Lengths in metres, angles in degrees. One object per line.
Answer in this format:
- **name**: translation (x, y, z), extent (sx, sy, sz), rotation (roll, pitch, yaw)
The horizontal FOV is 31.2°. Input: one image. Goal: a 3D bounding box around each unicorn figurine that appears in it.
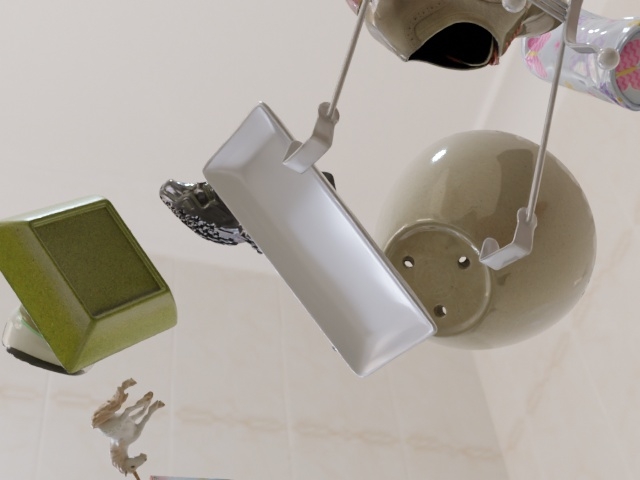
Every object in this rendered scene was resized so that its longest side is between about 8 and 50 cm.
- **unicorn figurine**: translation (-0.258, 0.250, 1.532), extent (0.111, 0.060, 0.162), rotation (-50, -45, -8)

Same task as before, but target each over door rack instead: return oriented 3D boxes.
- **over door rack**: translation (0.139, -0.167, 1.042), extent (0.239, 0.324, 0.108), rotation (26, -17, -18)

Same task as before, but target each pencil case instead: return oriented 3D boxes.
- **pencil case**: translation (0.386, -0.259, 1.586), extent (0.113, 0.273, 0.124), rotation (19, -79, -22)

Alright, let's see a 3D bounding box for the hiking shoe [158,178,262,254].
- **hiking shoe**: translation (-0.104, -0.053, 1.490), extent (0.226, 0.114, 0.086), rotation (18, -20, 29)

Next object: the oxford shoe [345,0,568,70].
- **oxford shoe**: translation (0.181, -0.247, 1.333), extent (0.348, 0.130, 0.123), rotation (-10, -26, -39)

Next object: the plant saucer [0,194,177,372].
- **plant saucer**: translation (-0.251, 0.030, 1.253), extent (0.045, 0.188, 0.188), rotation (-40, -99, 32)

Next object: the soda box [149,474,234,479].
- **soda box**: translation (-0.072, 0.219, 0.673), extent (0.058, 0.183, 0.063), rotation (7, -64, -15)

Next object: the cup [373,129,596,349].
- **cup**: translation (0.205, 0.023, 1.643), extent (0.331, 0.237, 0.331), rotation (7, -73, 25)

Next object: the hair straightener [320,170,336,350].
- **hair straightener**: translation (0.011, 0.020, 1.394), extent (0.047, 0.231, 0.089), rotation (-6, -21, 1)

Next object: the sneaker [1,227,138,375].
- **sneaker**: translation (-0.315, 0.038, 1.663), extent (0.158, 0.410, 0.182), rotation (27, -69, -7)

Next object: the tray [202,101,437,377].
- **tray**: translation (0.000, 0.000, 1.115), extent (0.270, 0.030, 0.145), rotation (53, -40, 3)
